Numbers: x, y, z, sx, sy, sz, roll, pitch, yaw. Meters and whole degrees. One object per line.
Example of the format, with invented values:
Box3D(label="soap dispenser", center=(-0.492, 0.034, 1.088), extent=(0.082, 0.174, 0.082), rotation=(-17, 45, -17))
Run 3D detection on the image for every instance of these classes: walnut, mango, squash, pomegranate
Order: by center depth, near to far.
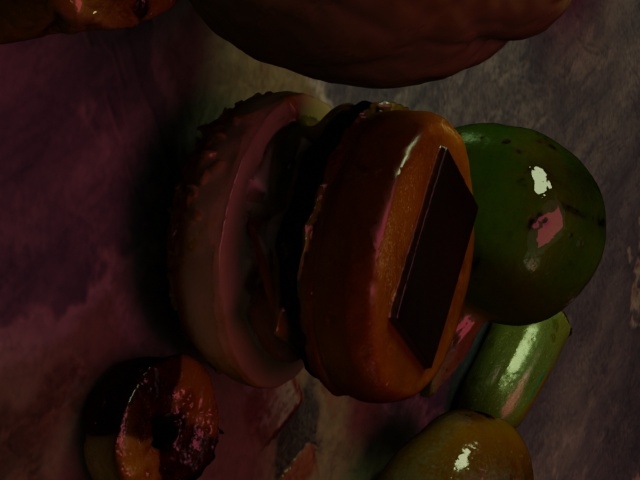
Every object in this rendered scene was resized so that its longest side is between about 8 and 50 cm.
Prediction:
Box3D(label="walnut", center=(0.042, -0.296, 1.441), extent=(0.381, 0.381, 0.381), rotation=(-13, 105, -58))
Box3D(label="pomegranate", center=(0.163, 0.023, 1.923), extent=(0.236, 0.236, 0.301), rotation=(42, 71, -53))
Box3D(label="mango", center=(0.110, 0.318, 1.940), extent=(0.316, 0.146, 0.193), rotation=(-56, 141, -16))
Box3D(label="squash", center=(0.216, 0.155, 2.131), extent=(0.188, 0.095, 0.095), rotation=(-61, 141, -35))

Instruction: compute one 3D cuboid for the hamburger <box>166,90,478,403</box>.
Box3D(label="hamburger", center=(0.000, 0.000, 1.621), extent=(0.291, 0.225, 0.291), rotation=(-34, 129, -57))

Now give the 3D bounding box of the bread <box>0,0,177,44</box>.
Box3D(label="bread", center=(-0.203, -0.213, 1.324), extent=(0.149, 0.158, 0.143), rotation=(-37, 120, -50))

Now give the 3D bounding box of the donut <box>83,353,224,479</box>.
Box3D(label="donut", center=(-0.144, 0.161, 1.563), extent=(0.140, 0.059, 0.140), rotation=(-13, 106, -57))
